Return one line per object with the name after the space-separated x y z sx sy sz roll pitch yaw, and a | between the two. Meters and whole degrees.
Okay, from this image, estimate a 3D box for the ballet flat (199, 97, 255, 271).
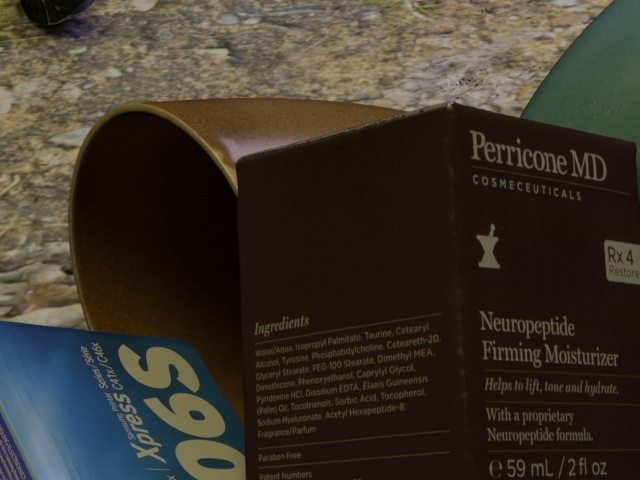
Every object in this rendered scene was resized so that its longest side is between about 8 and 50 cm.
-0.091 -0.032 1.298 0.096 0.095 0.280 -11 22 13 | ballet flat

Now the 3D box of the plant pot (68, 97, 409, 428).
0.000 0.000 1.085 0.254 0.237 0.237 -17 32 -35 | plant pot

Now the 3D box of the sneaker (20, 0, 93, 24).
-0.280 -0.344 1.768 0.147 0.130 0.330 -16 34 -8 | sneaker

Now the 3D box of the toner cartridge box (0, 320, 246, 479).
-0.080 0.182 0.852 0.165 0.075 0.348 7 32 -39 | toner cartridge box

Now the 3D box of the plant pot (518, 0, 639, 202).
0.212 0.008 1.032 0.195 0.290 0.290 -37 34 6 | plant pot

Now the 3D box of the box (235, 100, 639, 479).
0.069 0.048 0.885 0.168 0.203 0.167 6 -13 -44 | box
